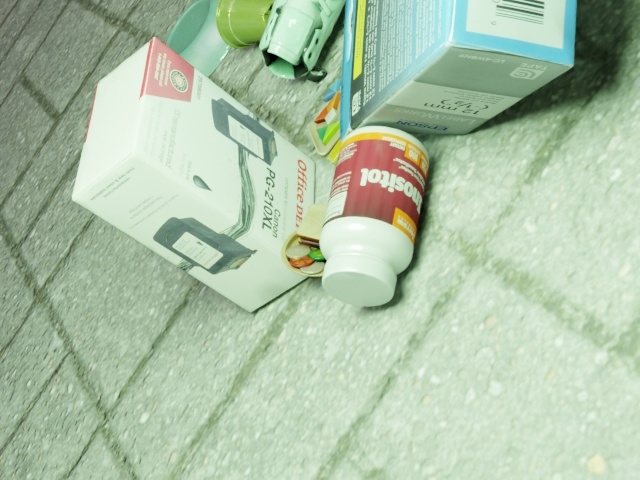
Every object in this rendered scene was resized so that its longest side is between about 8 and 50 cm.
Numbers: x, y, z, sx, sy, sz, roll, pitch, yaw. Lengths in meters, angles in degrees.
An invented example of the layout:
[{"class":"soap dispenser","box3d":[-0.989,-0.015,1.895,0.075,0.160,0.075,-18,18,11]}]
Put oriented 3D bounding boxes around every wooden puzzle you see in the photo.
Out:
[{"class":"wooden puzzle","box3d":[0.016,-0.134,1.263,0.078,0.014,0.116,-50,31,12]}]

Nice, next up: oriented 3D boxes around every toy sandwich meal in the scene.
[{"class":"toy sandwich meal","box3d":[0.000,0.000,1.114,0.085,0.029,0.086,-6,42,6]}]

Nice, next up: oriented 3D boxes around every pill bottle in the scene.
[{"class":"pill bottle","box3d":[0.047,-0.021,1.044,0.086,0.086,0.152,-21,46,45]}]

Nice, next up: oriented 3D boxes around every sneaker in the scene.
[{"class":"sneaker","box3d":[-0.002,-0.277,1.280,0.256,0.094,0.151,115,175,-64]}]

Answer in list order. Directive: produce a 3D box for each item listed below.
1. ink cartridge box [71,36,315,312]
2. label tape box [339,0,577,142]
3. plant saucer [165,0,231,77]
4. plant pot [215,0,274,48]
[{"class":"ink cartridge box","box3d":[-0.118,-0.062,1.171,0.100,0.237,0.172,-31,39,31]},{"class":"label tape box","box3d":[0.110,-0.233,1.027,0.347,0.115,0.249,147,129,-76]},{"class":"plant saucer","box3d":[-0.180,-0.299,1.669,0.195,0.037,0.195,-36,36,32]},{"class":"plant pot","box3d":[-0.079,-0.287,1.485,0.079,0.083,0.083,13,73,46]}]
